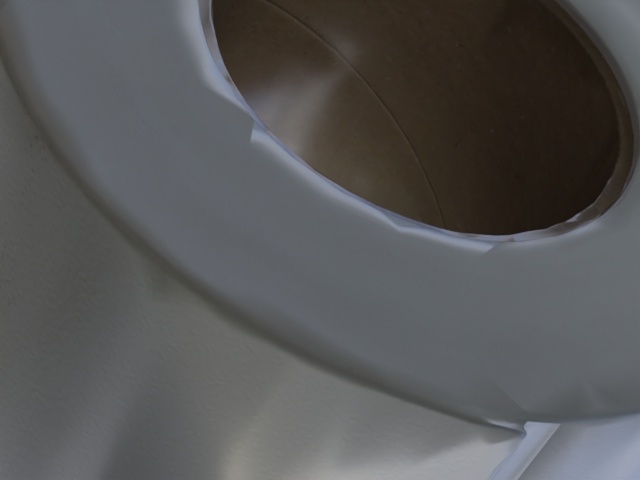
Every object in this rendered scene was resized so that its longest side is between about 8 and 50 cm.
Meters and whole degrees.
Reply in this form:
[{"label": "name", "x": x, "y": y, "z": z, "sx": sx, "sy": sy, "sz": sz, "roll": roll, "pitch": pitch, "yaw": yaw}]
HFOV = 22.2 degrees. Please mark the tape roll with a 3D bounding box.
[{"label": "tape roll", "x": 0.000, "y": 0.000, "z": 0.501, "sx": 0.246, "sy": 0.169, "sz": 0.246, "roll": 14, "pitch": -133, "yaw": -15}]
